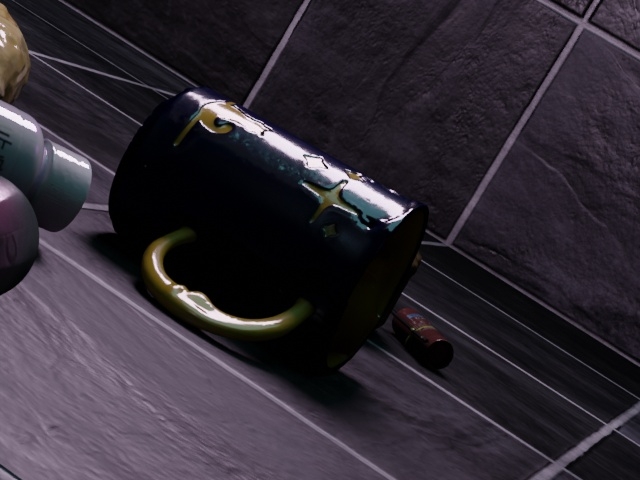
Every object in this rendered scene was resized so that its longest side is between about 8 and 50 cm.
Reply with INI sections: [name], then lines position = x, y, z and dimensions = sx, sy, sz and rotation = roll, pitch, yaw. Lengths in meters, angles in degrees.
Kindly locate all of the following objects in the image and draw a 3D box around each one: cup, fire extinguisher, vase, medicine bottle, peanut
[cup]
position = -0.063, -0.018, 1.560
dimensions = 0.256, 0.178, 0.255
rotation = 30, 5, 13
[fire extinguisher]
position = 0.110, 0.107, 1.973
dimensions = 0.056, 0.039, 0.132
rotation = 38, 3, -26
[vase]
position = -0.239, 0.010, 1.030
dimensions = 0.086, 0.086, 0.214
rotation = 31, 11, 3
[medicine bottle]
position = -0.301, -0.084, 1.341
dimensions = 0.260, 0.095, 0.095
rotation = 25, 9, -36
[peanut]
position = -0.347, -0.177, 1.675
dimensions = 0.130, 0.130, 0.290
rotation = 28, 6, -20

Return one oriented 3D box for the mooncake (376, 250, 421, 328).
[mooncake]
position = 0.000, 0.000, 1.908
dimensions = 0.228, 0.124, 0.228
rotation = 31, 9, -5
